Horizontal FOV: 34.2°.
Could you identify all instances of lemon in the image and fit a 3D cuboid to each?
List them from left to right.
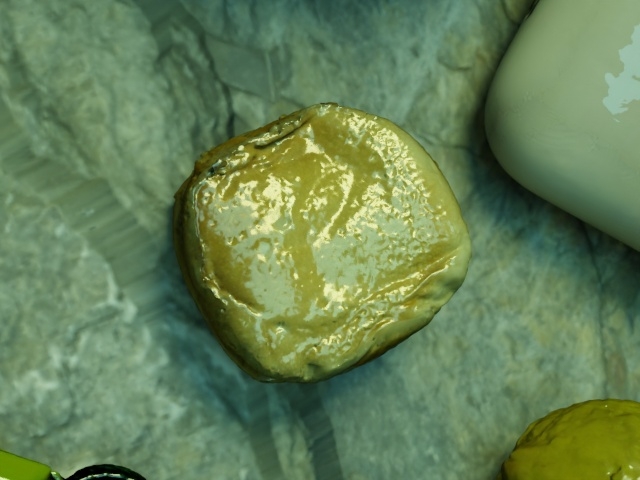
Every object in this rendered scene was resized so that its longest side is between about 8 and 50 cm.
[{"bbox_3d":[0.231,0.220,0.779,0.231,0.192,0.192,30,78,-7],"label":"lemon"}]

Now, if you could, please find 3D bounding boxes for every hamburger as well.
[{"bbox_3d":[0.001,0.001,0.759,0.214,0.108,0.213,2,85,-19],"label":"hamburger"}]

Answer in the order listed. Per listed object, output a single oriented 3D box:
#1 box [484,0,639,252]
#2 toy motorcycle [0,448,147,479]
[{"bbox_3d":[0.325,-0.116,0.818,0.349,0.141,0.288,28,99,-7],"label":"box"},{"bbox_3d":[-0.264,0.197,0.641,0.342,0.142,0.206,24,81,-14],"label":"toy motorcycle"}]
